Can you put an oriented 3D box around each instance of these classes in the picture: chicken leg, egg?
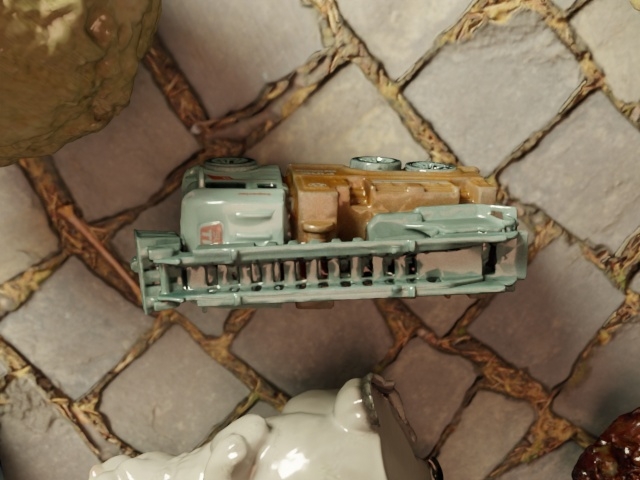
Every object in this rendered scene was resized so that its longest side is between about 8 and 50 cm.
[{"bbox_3d":[0.444,0.220,0.740,0.322,0.083,0.178,-18,114,1],"label":"chicken leg"},{"bbox_3d":[-0.259,-0.187,0.462,0.310,0.279,0.279,-25,107,8],"label":"egg"}]

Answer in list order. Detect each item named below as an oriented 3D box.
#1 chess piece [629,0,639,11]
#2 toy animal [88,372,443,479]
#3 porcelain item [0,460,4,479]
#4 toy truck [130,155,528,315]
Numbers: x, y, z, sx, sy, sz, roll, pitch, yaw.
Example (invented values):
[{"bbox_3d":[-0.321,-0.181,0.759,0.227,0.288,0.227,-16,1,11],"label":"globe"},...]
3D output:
[{"bbox_3d":[0.327,-0.248,0.576,0.117,0.117,0.397,-37,114,6],"label":"chess piece"},{"bbox_3d":[-0.064,0.279,0.675,0.357,0.194,0.258,-21,132,17],"label":"toy animal"},{"bbox_3d":[-0.438,0.271,0.617,0.242,0.178,0.406,-7,106,-3],"label":"porcelain item"},{"bbox_3d":[0.000,0.000,0.580,0.338,0.184,0.133,0,105,-6],"label":"toy truck"}]
